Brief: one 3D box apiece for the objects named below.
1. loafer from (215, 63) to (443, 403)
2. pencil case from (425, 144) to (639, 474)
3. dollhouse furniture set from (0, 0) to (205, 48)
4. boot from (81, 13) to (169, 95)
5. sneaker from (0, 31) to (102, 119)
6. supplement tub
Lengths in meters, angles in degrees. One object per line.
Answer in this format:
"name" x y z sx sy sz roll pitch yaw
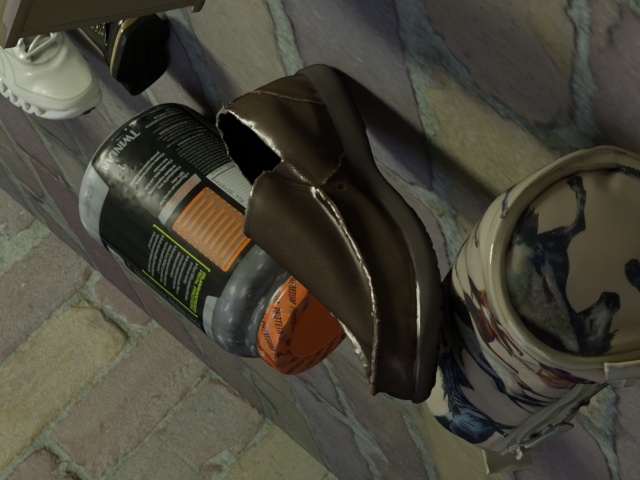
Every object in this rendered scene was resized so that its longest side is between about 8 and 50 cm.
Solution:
"loafer" 0.000 0.000 1.432 0.366 0.130 0.133 -115 20 -44
"pencil case" 0.178 0.063 1.310 0.410 0.160 0.183 109 144 -75
"dollhouse furniture set" -0.215 -0.343 1.292 0.303 0.198 0.286 47 131 22
"boot" -0.236 -0.240 1.847 0.137 0.077 0.198 49 166 6
"sneaker" -0.382 -0.265 2.120 0.292 0.110 0.118 45 154 20
"supplement tub" -0.105 0.000 1.905 0.316 0.193 0.193 39 165 26
